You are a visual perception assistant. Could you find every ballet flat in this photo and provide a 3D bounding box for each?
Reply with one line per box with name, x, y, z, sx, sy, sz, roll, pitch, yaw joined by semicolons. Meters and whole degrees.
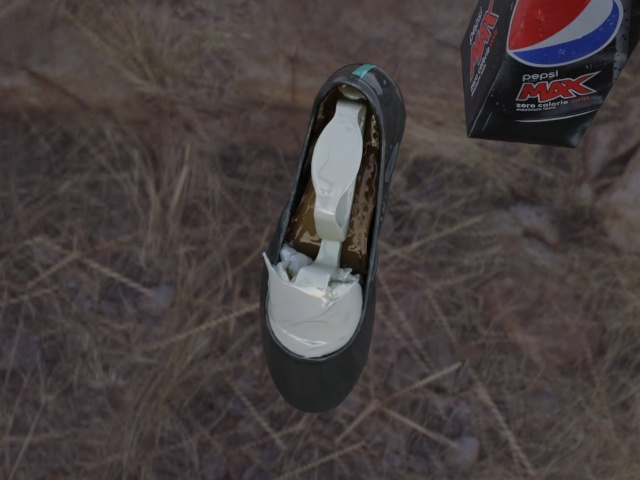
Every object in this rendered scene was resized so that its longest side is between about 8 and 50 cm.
ballet flat;0.000;0.000;0.887;0.095;0.280;0.096;9;4;11

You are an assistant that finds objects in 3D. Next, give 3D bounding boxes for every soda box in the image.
soda box;0.105;-0.109;0.472;0.053;0.169;0.060;5;58;-8
